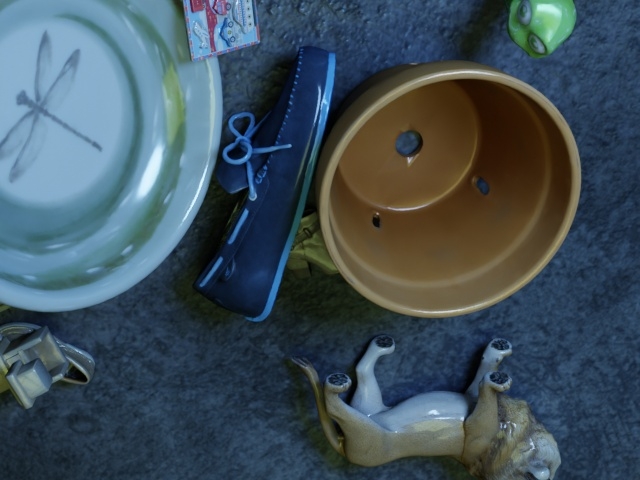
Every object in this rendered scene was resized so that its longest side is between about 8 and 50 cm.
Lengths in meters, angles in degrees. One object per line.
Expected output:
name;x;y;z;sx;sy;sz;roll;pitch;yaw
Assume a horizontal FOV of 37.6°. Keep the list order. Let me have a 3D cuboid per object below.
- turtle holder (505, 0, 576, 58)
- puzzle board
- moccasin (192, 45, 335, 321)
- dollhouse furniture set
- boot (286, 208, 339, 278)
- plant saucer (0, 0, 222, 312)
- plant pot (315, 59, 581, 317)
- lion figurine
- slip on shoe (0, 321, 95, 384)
turtle holder;0.291;-0.373;0.972;0.320;0.227;0.243;-32;118;5
puzzle board;-0.111;-0.271;1.039;0.096;0.011;0.128;-25;123;-34
moccasin;-0.071;-0.065;1.098;0.117;0.137;0.342;17;105;-3
dollhouse furniture set;-0.438;0.117;0.985;0.174;0.355;0.303;-26;106;3
boot;0.000;0.000;1.202;0.119;0.042;0.087;-17;115;-3
plant saucer;-0.274;-0.129;0.983;0.400;0.101;0.400;-20;116;-47
plant pot;0.124;-0.084;1.094;0.291;0.203;0.290;-5;116;-10
lion figurine;0.149;0.262;1.323;0.392;0.142;0.240;5;123;2
slip on shoe;-0.354;0.148;1.204;0.135;0.041;0.051;31;106;-23
